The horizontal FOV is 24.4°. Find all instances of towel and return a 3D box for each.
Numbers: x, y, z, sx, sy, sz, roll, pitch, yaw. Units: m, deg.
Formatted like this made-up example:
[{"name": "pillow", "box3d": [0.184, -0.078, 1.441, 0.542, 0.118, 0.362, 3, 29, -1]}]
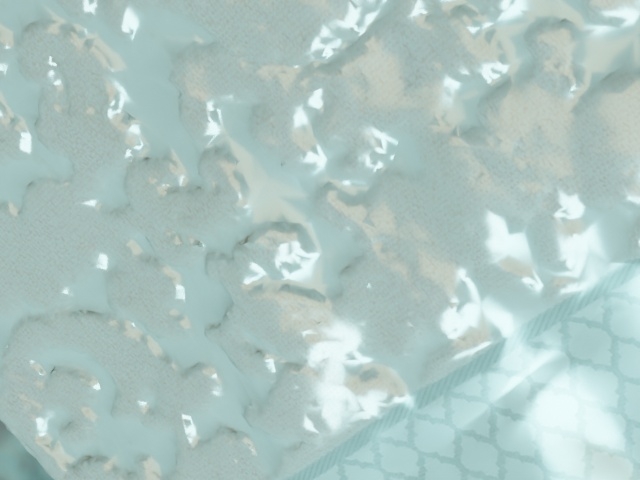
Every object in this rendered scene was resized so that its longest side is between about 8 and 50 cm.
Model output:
[{"name": "towel", "box3d": [0.000, 0.000, 0.473, 0.317, 0.053, 0.332, 50, 126, -4]}]
